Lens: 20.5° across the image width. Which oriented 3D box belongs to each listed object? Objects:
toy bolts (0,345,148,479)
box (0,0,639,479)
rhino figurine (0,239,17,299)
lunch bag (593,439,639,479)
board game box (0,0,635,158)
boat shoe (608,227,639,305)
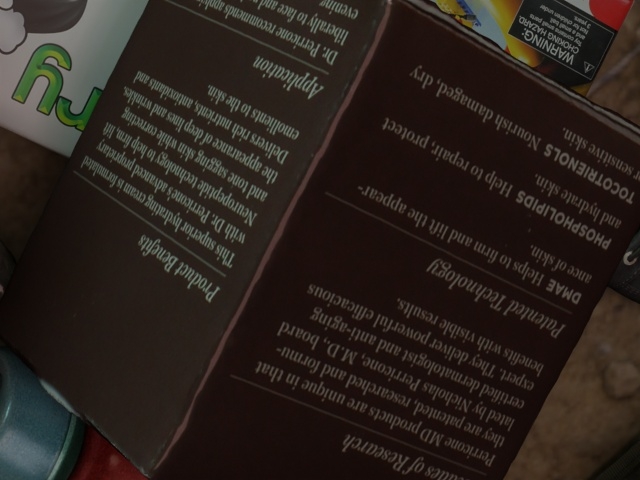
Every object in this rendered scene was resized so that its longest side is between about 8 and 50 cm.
[{"bbox_3d":[-0.159,0.154,0.772,0.158,0.218,0.229,29,84,-36],"label":"toy bolts"},{"bbox_3d":[0.000,0.000,0.738,0.167,0.168,0.203,24,95,-37],"label":"box"},{"bbox_3d":[-0.196,-0.034,0.765,0.073,0.106,0.243,-53,125,-18],"label":"rhino figurine"},{"bbox_3d":[0.286,0.178,0.950,0.287,0.169,0.235,-42,111,-2],"label":"lunch bag"},{"bbox_3d":[-0.019,-0.099,0.844,0.305,0.053,0.193,25,93,-22],"label":"board game box"},{"bbox_3d":[0.204,-0.072,0.920,0.076,0.080,0.229,21,101,-23],"label":"boat shoe"}]
